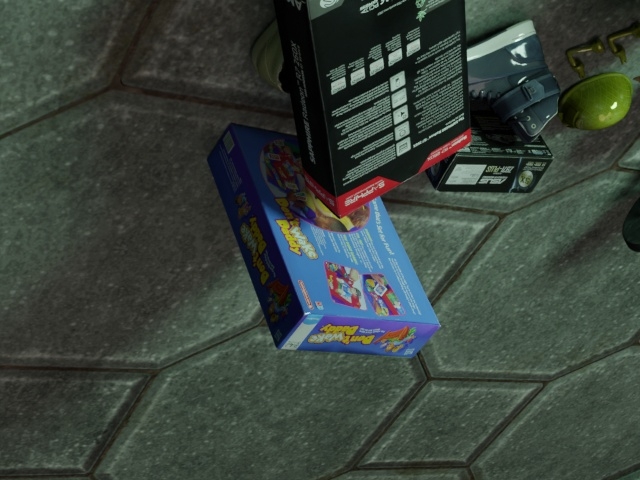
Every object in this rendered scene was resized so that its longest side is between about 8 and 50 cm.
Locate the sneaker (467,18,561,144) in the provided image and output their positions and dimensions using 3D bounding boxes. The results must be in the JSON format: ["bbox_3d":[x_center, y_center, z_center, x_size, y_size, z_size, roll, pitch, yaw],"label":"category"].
[{"bbox_3d":[0.232,-0.197,1.821,0.226,0.163,0.086,-24,-178,0],"label":"sneaker"}]

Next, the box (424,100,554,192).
[{"bbox_3d":[0.233,-0.149,1.905,0.180,0.147,0.077,-1,138,-29],"label":"box"}]

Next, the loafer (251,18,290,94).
[{"bbox_3d":[0.013,-0.290,1.651,0.102,0.092,0.268,11,132,-38],"label":"loafer"}]

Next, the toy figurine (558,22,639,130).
[{"bbox_3d":[0.573,-0.217,1.945,0.362,0.217,0.191,-19,144,-7],"label":"toy figurine"}]

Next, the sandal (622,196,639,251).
[{"bbox_3d":[0.695,-0.144,2.190,0.446,0.167,0.107,-35,118,5],"label":"sandal"}]

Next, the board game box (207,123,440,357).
[{"bbox_3d":[0.000,0.000,1.797,0.233,0.347,0.078,8,134,-35],"label":"board game box"}]

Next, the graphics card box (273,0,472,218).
[{"bbox_3d":[0.072,-0.228,1.617,0.233,0.094,0.371,-30,140,-18],"label":"graphics card box"}]

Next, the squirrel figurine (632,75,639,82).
[{"bbox_3d":[0.583,-0.321,1.685,0.281,0.370,0.397,-7,141,-21],"label":"squirrel figurine"}]
